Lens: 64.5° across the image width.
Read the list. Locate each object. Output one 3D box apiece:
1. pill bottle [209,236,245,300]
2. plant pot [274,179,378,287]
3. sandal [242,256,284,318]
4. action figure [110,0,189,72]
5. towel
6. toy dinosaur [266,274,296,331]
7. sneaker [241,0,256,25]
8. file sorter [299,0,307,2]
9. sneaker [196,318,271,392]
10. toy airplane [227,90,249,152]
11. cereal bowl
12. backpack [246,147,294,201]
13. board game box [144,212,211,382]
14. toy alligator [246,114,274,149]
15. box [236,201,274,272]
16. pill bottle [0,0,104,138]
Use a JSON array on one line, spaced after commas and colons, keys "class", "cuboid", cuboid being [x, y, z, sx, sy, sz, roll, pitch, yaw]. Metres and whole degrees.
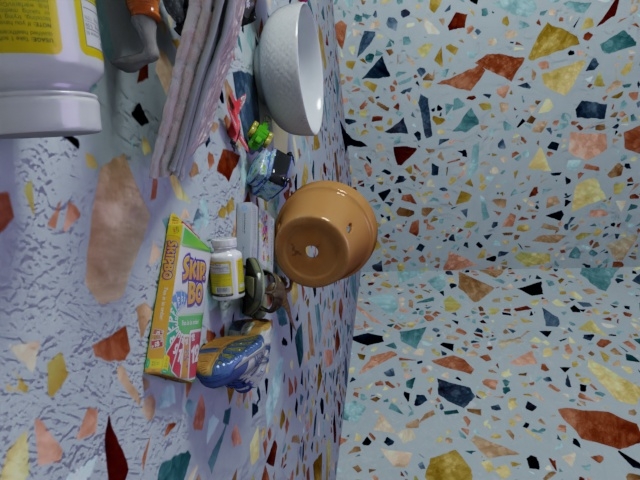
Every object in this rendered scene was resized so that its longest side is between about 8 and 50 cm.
[{"class": "pill bottle", "cuboid": [-0.182, 0.053, 0.980, 0.065, 0.065, 0.116, -39, 127, -77]}, {"class": "plant pot", "cuboid": [0.000, 0.000, 1.376, 0.203, 0.291, 0.290, -56, 143, -67]}, {"class": "sandal", "cuboid": [-0.120, 0.108, 1.105, 0.303, 0.087, 0.120, 102, -10, -78]}, {"class": "action figure", "cuboid": [-0.198, -0.389, 0.696, 0.341, 0.179, 0.329, 63, 37, -59]}, {"class": "towel", "cuboid": [-0.155, -0.272, 0.722, 0.317, 0.054, 0.331, -104, -147, -66]}, {"class": "toy dinosaur", "cuboid": [-0.109, 0.156, 1.416, 0.112, 0.064, 0.211, -67, 149, -25]}, {"class": "sneaker", "cuboid": [-0.182, -0.453, 0.950, 0.234, 0.106, 0.078, -36, 123, -77]}, {"class": "file sorter", "cuboid": [-0.059, -0.789, 1.236, 0.202, 0.182, 0.290, 52, -4, 22]}, {"class": "sneaker", "cuboid": [-0.151, 0.245, 0.989, 0.296, 0.112, 0.130, -22, 110, -78]}, {"class": "toy airplane", "cuboid": [-0.186, -0.265, 1.112, 0.151, 0.028, 0.151, -1, 90, -81]}, {"class": "cereal bowl", "cuboid": [-0.088, -0.447, 1.358, 0.339, 0.141, 0.338, -2, 90, -79]}, {"class": "backpack", "cuboid": [-0.129, -0.158, 1.216, 0.114, 0.084, 0.104, -40, -145, 49]}, {"class": "board game box", "cuboid": [-0.226, 0.093, 0.831, 0.124, 0.039, 0.259, 65, 22, -66]}, {"class": "toy alligator", "cuboid": [-0.152, -0.263, 1.258, 0.051, 0.056, 0.189, -48, -162, 24]}, {"class": "box", "cuboid": [-0.154, 0.000, 1.215, 0.186, 0.038, 0.145, 46, 43, -76]}, {"class": "pill bottle", "cuboid": [-0.262, -0.199, 0.450, 0.119, 0.119, 0.208, -46, 133, -75]}]
